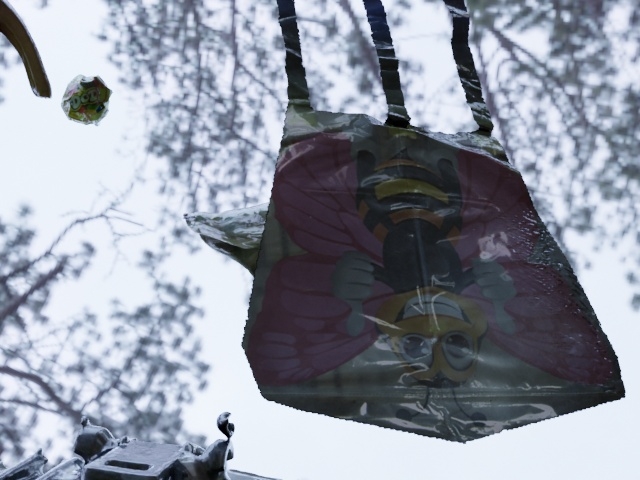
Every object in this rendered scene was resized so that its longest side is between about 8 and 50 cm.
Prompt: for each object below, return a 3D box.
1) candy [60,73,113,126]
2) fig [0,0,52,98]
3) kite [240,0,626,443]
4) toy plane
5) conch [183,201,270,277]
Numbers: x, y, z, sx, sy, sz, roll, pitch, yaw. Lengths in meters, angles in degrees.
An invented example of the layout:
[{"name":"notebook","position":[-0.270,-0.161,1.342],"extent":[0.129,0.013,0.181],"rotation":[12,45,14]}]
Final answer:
[{"name":"candy","position":[-0.282,-0.161,1.375],"extent":[0.062,0.194,0.058],"rotation":[-34,-89,-7]},{"name":"fig","position":[-0.338,-0.197,0.980],"extent":[0.175,0.207,0.175],"rotation":[-7,-90,-75]},{"name":"kite","position":[0.049,-0.056,0.635],"extent":[0.204,0.022,0.360],"rotation":[3,-120,-15]},{"name":"toy plane","position":[-0.073,0.104,0.434],"extent":[0.234,0.160,0.082],"rotation":[59,-142,-78]},{"name":"conch","position":[0.013,0.000,0.894],"extent":[0.114,0.234,0.137],"rotation":[-31,-80,-36]}]
